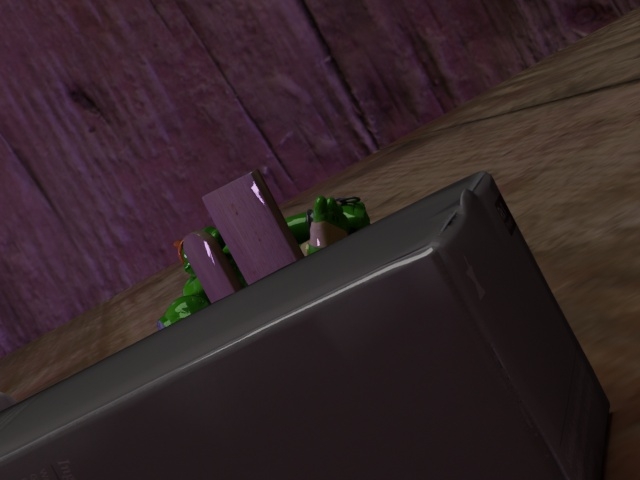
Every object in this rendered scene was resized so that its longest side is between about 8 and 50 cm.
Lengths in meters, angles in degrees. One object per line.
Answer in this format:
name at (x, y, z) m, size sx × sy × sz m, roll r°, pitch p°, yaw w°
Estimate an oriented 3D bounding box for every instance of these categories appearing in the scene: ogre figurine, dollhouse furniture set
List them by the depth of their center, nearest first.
dollhouse furniture set at (0.000, 0.000, 0.929) m, size 0.151 × 0.123 × 0.144 m, roll -32°, pitch 6°, yaw -36°
ogre figurine at (-0.048, 0.034, 1.073) m, size 0.118 × 0.097 × 0.197 m, roll -10°, pitch 45°, yaw 32°

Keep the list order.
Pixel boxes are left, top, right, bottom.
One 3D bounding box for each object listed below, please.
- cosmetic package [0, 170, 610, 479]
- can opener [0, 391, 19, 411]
cosmetic package at (-0.033, 0.077, 0.475) m, size 0.238 × 0.107 × 0.127 m, roll -24°, pitch 6°, yaw 19°
can opener at (-0.270, 0.181, 0.866) m, size 0.283 × 0.076 × 0.095 m, roll -33°, pitch 6°, yaw -35°
